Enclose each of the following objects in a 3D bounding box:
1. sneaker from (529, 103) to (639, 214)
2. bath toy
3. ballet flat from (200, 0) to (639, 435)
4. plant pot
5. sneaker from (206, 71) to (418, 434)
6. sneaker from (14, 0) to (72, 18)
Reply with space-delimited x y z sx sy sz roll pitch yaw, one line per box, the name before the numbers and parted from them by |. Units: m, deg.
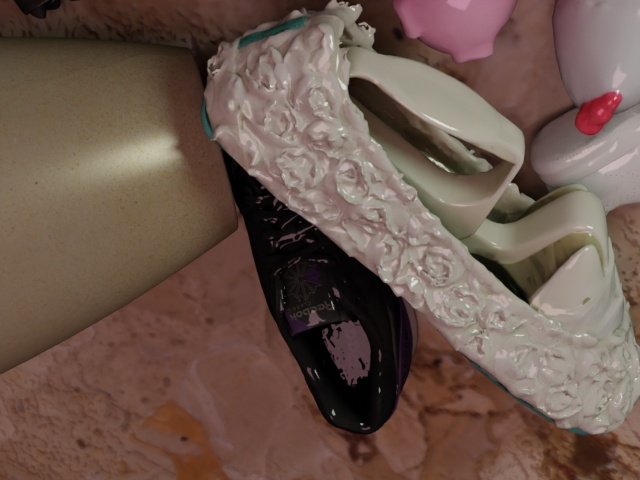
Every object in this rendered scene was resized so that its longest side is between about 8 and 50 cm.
sneaker | 0.253 -0.072 1.200 0.212 0.080 0.094 -23 122 22
bath toy | 0.080 -0.179 1.128 0.348 0.151 0.129 26 76 -10
ballet flat | 0.102 -0.009 1.158 0.409 0.147 0.147 37 113 -26
plant pot | -0.201 -0.031 1.182 0.274 0.256 0.256 -15 113 -5
sneaker | 0.000 0.000 1.220 0.107 0.124 0.283 -19 111 13
sneaker | -0.158 -0.208 1.176 0.152 0.058 0.084 -35 101 23
